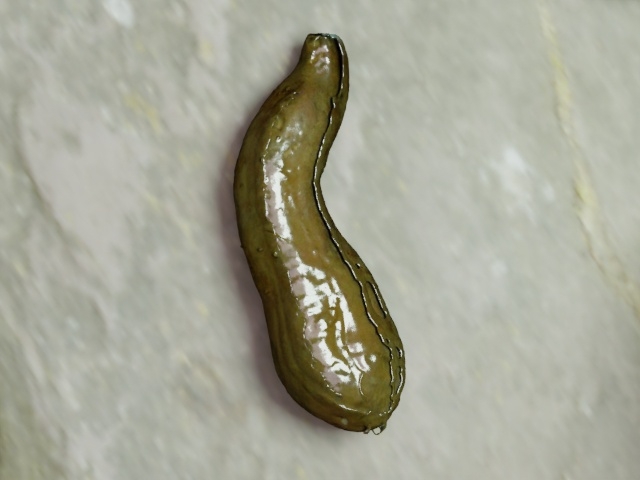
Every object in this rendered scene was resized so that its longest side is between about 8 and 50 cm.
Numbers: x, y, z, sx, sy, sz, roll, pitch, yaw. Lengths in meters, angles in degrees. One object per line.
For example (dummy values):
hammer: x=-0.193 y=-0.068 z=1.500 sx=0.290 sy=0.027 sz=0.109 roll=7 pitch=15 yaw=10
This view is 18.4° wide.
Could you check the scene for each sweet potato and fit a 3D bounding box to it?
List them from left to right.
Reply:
sweet potato: x=-0.006 y=-0.001 z=1.130 sx=0.081 sy=0.062 sz=0.233 roll=-9 pitch=86 yaw=-20
